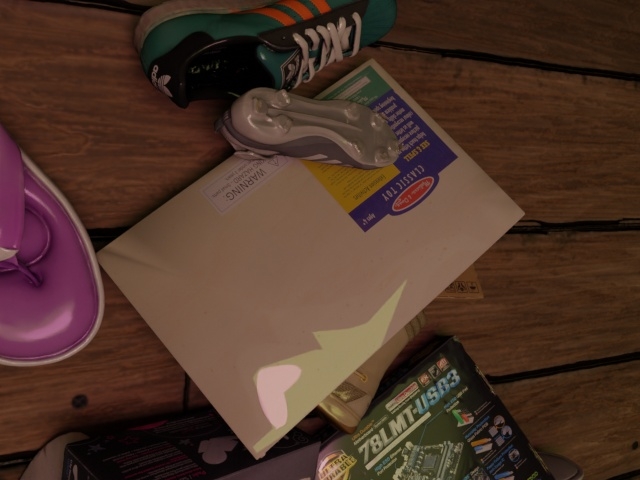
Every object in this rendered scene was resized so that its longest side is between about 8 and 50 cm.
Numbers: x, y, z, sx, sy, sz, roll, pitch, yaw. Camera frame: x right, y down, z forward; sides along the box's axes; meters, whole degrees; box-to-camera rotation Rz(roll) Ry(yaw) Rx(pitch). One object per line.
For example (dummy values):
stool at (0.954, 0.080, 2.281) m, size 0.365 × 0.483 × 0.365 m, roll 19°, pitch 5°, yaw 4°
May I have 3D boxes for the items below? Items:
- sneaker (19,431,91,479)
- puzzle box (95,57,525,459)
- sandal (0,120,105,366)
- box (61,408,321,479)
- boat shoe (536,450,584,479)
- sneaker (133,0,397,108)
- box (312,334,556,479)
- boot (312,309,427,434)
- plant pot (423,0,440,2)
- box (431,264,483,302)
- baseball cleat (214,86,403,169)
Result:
sneaker at (-0.297, 0.313, 0.653) m, size 0.094 × 0.080 × 0.212 m, roll 30°, pitch 91°, yaw -40°
puzzle box at (0.000, 0.000, 0.660) m, size 0.409 × 0.052 × 0.272 m, roll -38°, pitch 79°, yaw -16°
sandal at (-0.337, -0.065, 0.503) m, size 0.169 × 0.102 × 0.416 m, roll -31°, pitch 100°, yaw -20°
box at (-0.138, 0.297, 0.639) m, size 0.247 × 0.142 × 0.164 m, roll 1°, pitch 99°, yaw -46°
boat shoe at (0.282, 0.415, 0.931) m, size 0.302 × 0.114 × 0.091 m, roll -5°, pitch 101°, yaw -13°
sneaker at (-0.038, -0.206, 0.631) m, size 0.302 × 0.121 × 0.108 m, roll -19°, pitch 147°, yaw -16°
box at (0.154, 0.335, 0.812) m, size 0.295 × 0.073 × 0.293 m, roll -35°, pitch 87°, yaw -18°
boot at (0.003, 0.087, 0.739) m, size 0.262 × 0.095 × 0.203 m, roll 45°, pitch 70°, yaw -11°
plant pot at (0.029, -0.442, 0.550) m, size 0.305 × 0.334 × 0.334 m, roll 11°, pitch 94°, yaw -17°
box at (0.107, 0.002, 0.758) m, size 0.201 × 0.021 × 0.165 m, roll 4°, pitch 59°, yaw -25°
baseball cleat at (-0.014, -0.116, 0.632) m, size 0.205 × 0.109 × 0.072 m, roll 12°, pitch 76°, yaw -34°
